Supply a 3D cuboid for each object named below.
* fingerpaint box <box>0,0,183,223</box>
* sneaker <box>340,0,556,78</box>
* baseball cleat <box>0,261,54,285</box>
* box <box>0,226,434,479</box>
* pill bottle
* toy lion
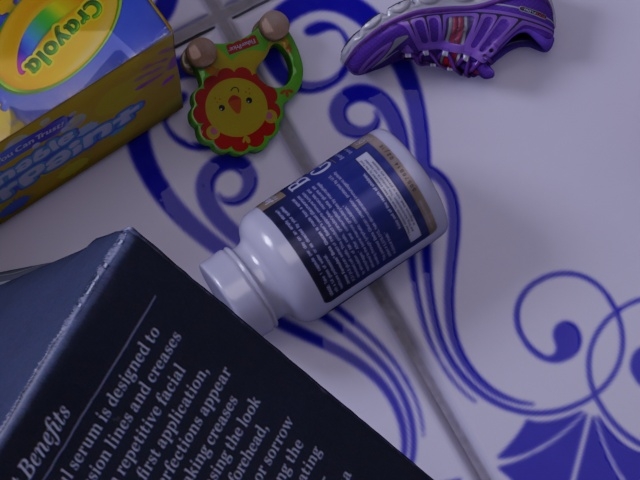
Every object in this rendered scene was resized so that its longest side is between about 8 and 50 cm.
[{"bbox_3d":[-0.385,-0.145,1.402,0.445,0.163,0.371,-35,77,-10],"label":"fingerpaint box"},{"bbox_3d":[0.099,-0.152,1.462,0.170,0.068,0.071,-14,81,-5],"label":"sneaker"},{"bbox_3d":[-0.229,0.044,1.400,0.206,0.109,0.072,-1,100,-30],"label":"baseball cleat"},{"bbox_3d":[-0.083,0.214,1.116,0.395,0.293,0.212,41,59,-20],"label":"box"},{"bbox_3d":[0.000,0.000,1.402,0.169,0.094,0.094,-34,78,-10],"label":"pill bottle"},{"bbox_3d":[-0.057,-0.115,1.465,0.100,0.034,0.096,-23,88,-18],"label":"toy lion"}]
